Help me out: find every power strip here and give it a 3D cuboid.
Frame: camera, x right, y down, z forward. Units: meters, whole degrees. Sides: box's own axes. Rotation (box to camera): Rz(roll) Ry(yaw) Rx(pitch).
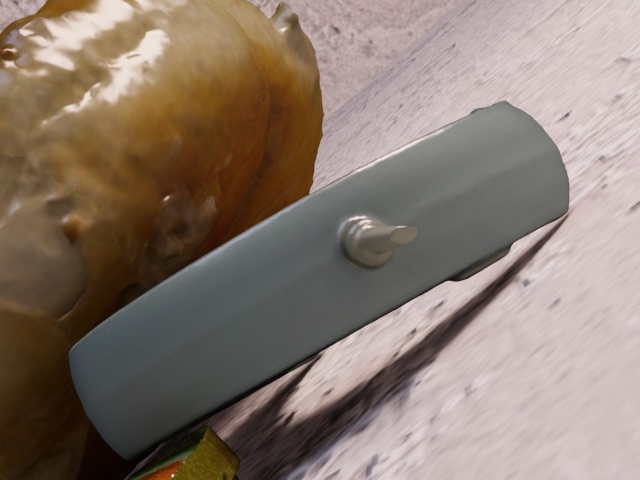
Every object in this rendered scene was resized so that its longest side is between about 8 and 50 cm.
[{"bbox_3d":[-0.008,0.018,0.622,0.137,0.044,0.216,-27,-4,-31],"label":"power strip"}]

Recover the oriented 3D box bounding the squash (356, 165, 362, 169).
[{"bbox_3d":[0.000,0.000,0.967,0.083,0.027,0.027,-43,5,-15],"label":"squash"}]

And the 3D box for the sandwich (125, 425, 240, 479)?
[{"bbox_3d":[-0.049,0.085,0.553,0.067,0.029,0.135,-39,3,3],"label":"sandwich"}]

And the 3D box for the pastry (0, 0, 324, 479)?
[{"bbox_3d":[-0.088,0.009,0.782,0.257,0.121,0.236,-55,-16,-1],"label":"pastry"}]
